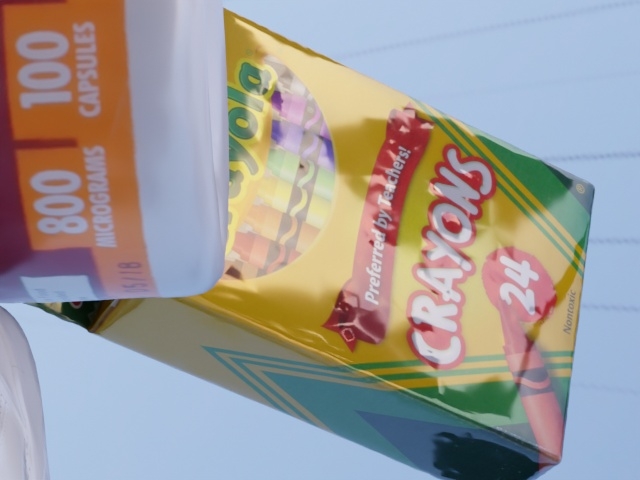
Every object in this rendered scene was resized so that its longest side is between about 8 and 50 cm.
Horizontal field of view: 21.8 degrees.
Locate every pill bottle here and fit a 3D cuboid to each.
[{"bbox_3d":[-0.238,-0.080,0.697,0.224,0.392,0.224,178,-90,-89],"label":"pill bottle"}]

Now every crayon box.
[{"bbox_3d":[0.000,0.000,0.966,0.081,0.318,0.202,-46,-154,52],"label":"crayon box"}]

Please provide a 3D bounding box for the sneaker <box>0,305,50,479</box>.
[{"bbox_3d":[-0.143,0.123,0.534,0.108,0.169,0.292,-27,-118,9],"label":"sneaker"}]
